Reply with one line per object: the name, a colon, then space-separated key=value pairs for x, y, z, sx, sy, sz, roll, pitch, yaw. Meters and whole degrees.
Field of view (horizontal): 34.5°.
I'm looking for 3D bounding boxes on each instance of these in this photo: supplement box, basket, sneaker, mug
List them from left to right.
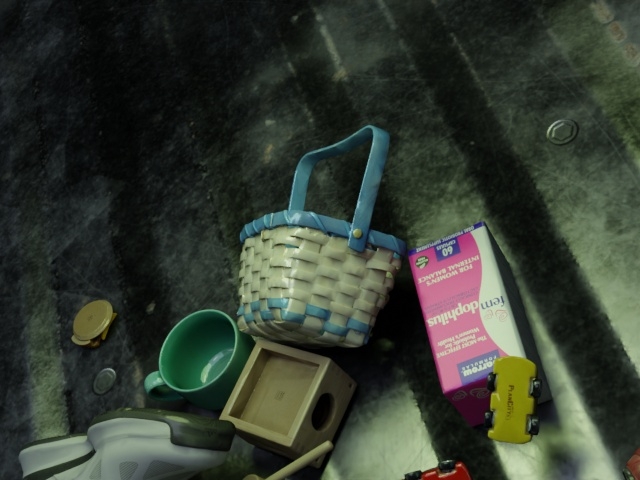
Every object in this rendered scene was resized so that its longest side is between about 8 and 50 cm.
sneaker: x=-0.262 y=0.374 z=1.343 sx=0.447 sy=0.169 sz=0.258 roll=-25 pitch=57 yaw=45
mug: x=-0.162 y=0.177 z=1.481 sx=0.157 sy=0.097 sz=0.130 roll=-2 pitch=59 yaw=31
basket: x=0.000 y=0.000 z=1.407 sx=0.254 sy=0.201 sz=0.289 roll=165 pitch=116 yaw=-66
supplement box: x=0.199 y=0.105 z=1.303 sx=0.111 sy=0.114 sz=0.220 roll=-23 pitch=52 yaw=15

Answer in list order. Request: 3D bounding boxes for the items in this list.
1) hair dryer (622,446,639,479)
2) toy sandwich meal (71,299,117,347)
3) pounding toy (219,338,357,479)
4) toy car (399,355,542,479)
hair dryer: x=0.421 y=0.298 z=1.079 sx=0.223 sy=0.080 sz=0.294 roll=24 pitch=76 yaw=21
toy sandwich meal: x=-0.369 y=0.137 z=1.683 sx=0.085 sy=0.029 sz=0.086 roll=-17 pitch=47 yaw=20
pounding toy: x=-0.036 y=0.256 z=1.351 sx=0.181 sy=0.094 sz=0.206 roll=11 pitch=66 yaw=37
toy car: x=0.229 y=0.278 z=1.168 sx=0.225 sy=0.053 sz=0.239 roll=40 pitch=100 yaw=16
